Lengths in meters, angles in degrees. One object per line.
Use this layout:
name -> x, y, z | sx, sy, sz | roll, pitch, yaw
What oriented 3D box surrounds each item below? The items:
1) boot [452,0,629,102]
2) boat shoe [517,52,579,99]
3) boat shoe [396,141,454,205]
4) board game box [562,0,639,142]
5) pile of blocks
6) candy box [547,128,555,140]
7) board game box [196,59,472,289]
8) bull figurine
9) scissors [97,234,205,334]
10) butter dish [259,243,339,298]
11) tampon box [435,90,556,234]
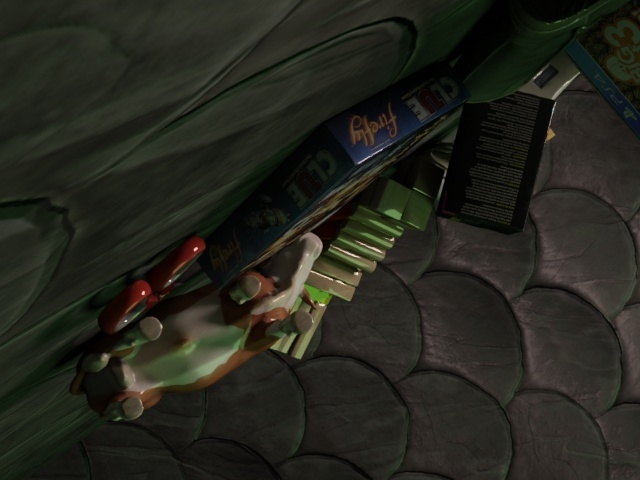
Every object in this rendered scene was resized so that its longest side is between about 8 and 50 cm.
boot -> 0.205, -0.186, 0.814 | 0.189, 0.076, 0.208 | -22, 168, -5
boat shoe -> 0.271, -0.193, 1.352 | 0.227, 0.079, 0.081 | -38, 173, -21
boat shoe -> 0.186, -0.115, 1.587 | 0.094, 0.109, 0.302 | -52, -176, 7
board game box -> 0.393, -0.238, 0.871 | 0.232, 0.141, 0.291 | -45, -174, -22
pile of blocks -> 0.000, 0.000, 1.316 | 0.112, 0.149, 0.362 | 24, 120, -35
candy box -> 0.302, -0.183, 1.564 | 0.053, 0.109, 0.186 | -38, 176, 24
board game box -> 0.005, -0.054, 0.884 | 0.165, 0.042, 0.243 | -33, 176, -40
bull figurine -> -0.110, 0.089, 1.023 | 0.310, 0.101, 0.188 | -30, -179, -15
scissors -> -0.158, 0.052, 0.913 | 0.109, 0.021, 0.297 | -44, -178, -15
butter dish -> 0.008, 0.038, 1.571 | 0.160, 0.118, 0.160 | -37, 177, 32
tampon box -> 0.211, -0.097, 1.219 | 0.120, 0.101, 0.161 | 45, 60, -86
